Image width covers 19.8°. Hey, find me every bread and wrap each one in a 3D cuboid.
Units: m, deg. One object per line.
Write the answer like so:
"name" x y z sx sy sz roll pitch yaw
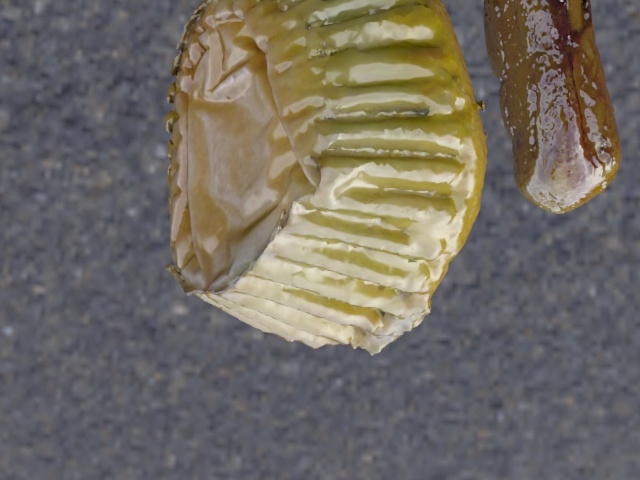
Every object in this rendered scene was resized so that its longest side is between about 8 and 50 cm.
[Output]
"bread" -0.010 -0.057 1.078 0.139 0.240 0.240 8 149 -36
"bread" 0.177 -0.194 1.488 0.084 0.344 0.124 -7 171 -19
